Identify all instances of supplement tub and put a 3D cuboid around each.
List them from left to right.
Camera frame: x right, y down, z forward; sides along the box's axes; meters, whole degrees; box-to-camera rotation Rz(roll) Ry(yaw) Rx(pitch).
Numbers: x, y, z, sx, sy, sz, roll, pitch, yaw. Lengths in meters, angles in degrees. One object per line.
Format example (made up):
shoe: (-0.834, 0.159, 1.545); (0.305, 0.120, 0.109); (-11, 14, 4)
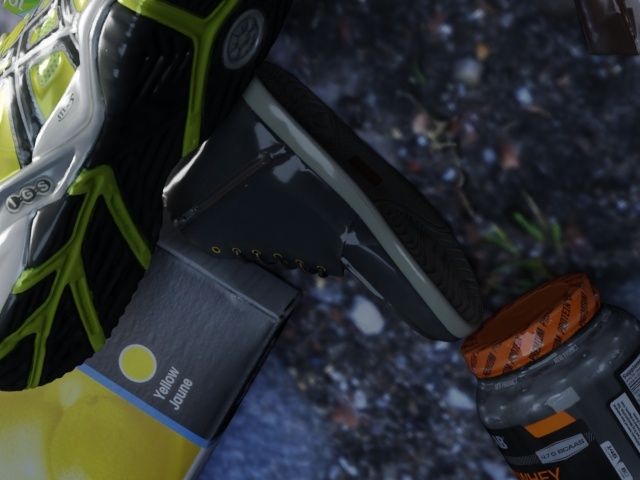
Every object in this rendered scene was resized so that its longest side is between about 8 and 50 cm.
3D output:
supplement tub: (0.174, 0.123, 0.736); (0.117, 0.117, 0.190); (-32, 94, 21)

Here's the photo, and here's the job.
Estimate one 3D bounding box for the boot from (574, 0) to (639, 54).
boot: (0.188, -0.171, 0.693); (0.106, 0.037, 0.114); (-21, 95, 33)

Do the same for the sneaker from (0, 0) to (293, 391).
sneaker: (-0.139, -0.104, 0.704); (0.147, 0.145, 0.385); (34, 96, 25)

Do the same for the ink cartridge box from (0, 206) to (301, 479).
ink cartridge box: (-0.216, 0.087, 0.860); (0.307, 0.072, 0.304); (31, 110, 4)

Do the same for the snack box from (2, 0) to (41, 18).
snack box: (-0.136, -0.196, 0.774); (0.100, 0.037, 0.141); (28, 110, 7)

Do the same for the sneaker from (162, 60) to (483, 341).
sneaker: (0.000, 0.000, 0.776); (0.222, 0.083, 0.118); (48, 116, 9)
